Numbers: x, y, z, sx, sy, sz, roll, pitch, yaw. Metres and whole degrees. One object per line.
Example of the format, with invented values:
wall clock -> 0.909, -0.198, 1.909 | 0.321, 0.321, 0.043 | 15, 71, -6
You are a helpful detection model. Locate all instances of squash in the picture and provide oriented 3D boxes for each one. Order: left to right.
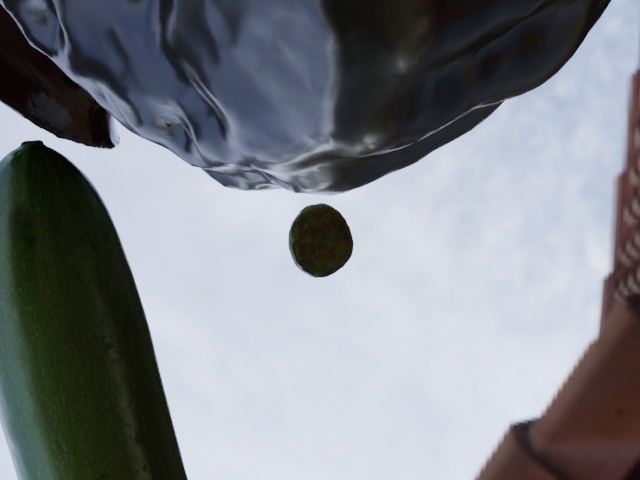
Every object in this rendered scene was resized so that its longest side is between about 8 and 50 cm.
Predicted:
squash -> -0.142, 0.132, 0.845 | 0.107, 0.107, 0.395 | -19, -86, -44

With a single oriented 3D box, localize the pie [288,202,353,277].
pie -> -0.002, 0.000, 1.485 | 0.084, 0.021, 0.084 | 1, -91, -27

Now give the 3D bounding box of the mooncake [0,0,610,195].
mooncake -> -0.025, -0.155, 0.489 | 0.161, 0.290, 0.290 | -35, -62, -32

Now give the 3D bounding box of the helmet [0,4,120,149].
helmet -> -0.200, -0.250, 0.858 | 0.230, 0.385, 0.337 | -49, -51, 0
